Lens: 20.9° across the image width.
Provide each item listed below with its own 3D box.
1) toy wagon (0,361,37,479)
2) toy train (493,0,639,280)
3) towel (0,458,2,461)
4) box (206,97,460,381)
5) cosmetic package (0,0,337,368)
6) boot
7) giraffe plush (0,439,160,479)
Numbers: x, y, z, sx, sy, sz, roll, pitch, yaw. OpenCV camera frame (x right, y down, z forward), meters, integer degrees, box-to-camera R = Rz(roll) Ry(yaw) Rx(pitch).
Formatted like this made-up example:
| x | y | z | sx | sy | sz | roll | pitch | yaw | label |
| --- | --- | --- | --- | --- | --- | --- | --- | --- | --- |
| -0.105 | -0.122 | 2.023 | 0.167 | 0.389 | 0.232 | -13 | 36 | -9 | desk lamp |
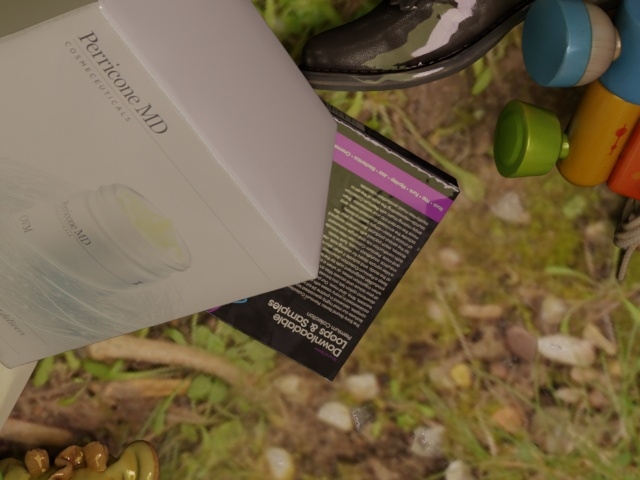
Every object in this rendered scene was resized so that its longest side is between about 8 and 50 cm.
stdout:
| x | y | z | sx | sy | sz | roll | pitch | yaw | label |
| --- | --- | --- | --- | --- | --- | --- | --- | --- | --- |
| -0.362 | 0.072 | 1.102 | 0.344 | 0.068 | 0.267 | -17 | 104 | -9 | toy wagon |
| 0.168 | -0.053 | 1.059 | 0.143 | 0.105 | 0.248 | 1 | 138 | -18 | toy train |
| -0.433 | 0.128 | 1.177 | 0.271 | 0.040 | 0.370 | -43 | 105 | 14 | towel |
| 0.000 | 0.000 | 1.146 | 0.116 | 0.029 | 0.162 | 30 | 105 | -11 | box |
| -0.142 | -0.064 | 0.995 | 0.224 | 0.138 | 0.224 | -18 | 132 | 24 | cosmetic package |
| 0.075 | -0.226 | 1.045 | 0.263 | 0.091 | 0.229 | -22 | 105 | 1 | boot |
| -0.153 | 0.221 | 1.162 | 0.181 | 0.210 | 0.170 | -8 | 82 | -4 | giraffe plush |
